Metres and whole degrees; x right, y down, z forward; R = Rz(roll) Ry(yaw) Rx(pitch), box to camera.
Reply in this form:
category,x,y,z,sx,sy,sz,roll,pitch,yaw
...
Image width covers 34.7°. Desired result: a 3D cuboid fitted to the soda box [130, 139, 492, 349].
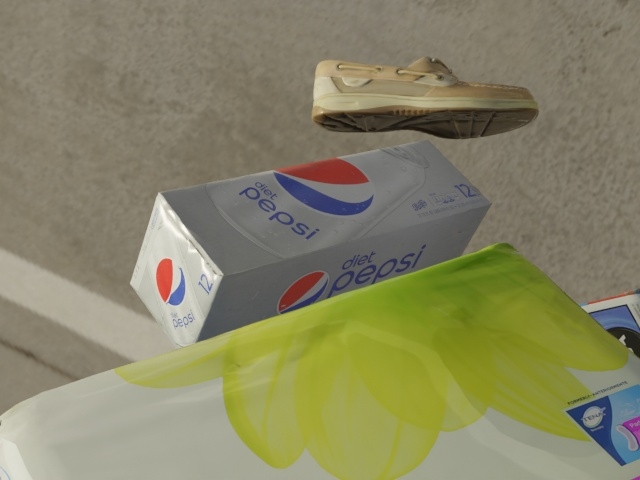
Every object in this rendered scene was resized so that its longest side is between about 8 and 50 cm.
category,x,y,z,sx,sy,sz,roll,pitch,yaw
soda box,0.000,0.000,0.813,0.091,0.286,0.098,49,134,28

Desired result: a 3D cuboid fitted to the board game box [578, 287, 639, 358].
category,x,y,z,sx,sy,sz,roll,pitch,yaw
board game box,0.098,0.199,0.556,0.301,0.308,0.086,-12,141,-9

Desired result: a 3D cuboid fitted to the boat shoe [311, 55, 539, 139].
category,x,y,z,sx,sy,sz,roll,pitch,yaw
boat shoe,0.158,-0.225,1.542,0.341,0.110,0.122,2,164,1

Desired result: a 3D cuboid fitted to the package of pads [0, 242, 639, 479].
category,x,y,z,sx,sy,sz,roll,pitch,yaw
package of pads,0.026,0.124,0.450,0.229,0.296,0.101,48,147,45
